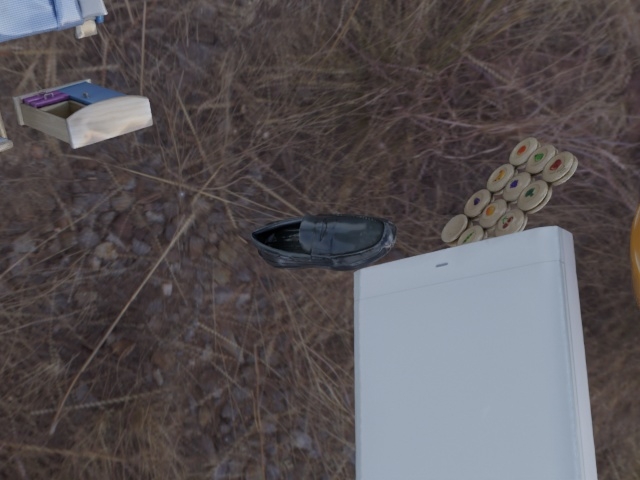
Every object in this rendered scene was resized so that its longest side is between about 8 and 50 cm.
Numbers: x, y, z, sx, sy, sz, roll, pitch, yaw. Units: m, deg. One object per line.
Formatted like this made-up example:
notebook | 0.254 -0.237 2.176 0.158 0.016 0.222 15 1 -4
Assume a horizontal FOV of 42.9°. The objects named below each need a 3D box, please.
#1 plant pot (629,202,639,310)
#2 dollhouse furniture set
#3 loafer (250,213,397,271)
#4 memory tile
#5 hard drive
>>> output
plant pot | 0.322 -0.025 0.570 0.205 0.205 0.188 -39 140 -5
dollhouse furniture set | -0.423 -0.303 1.205 0.286 0.198 0.303 -25 122 -36
loafer | 0.000 0.000 1.127 0.078 0.223 0.076 38 56 -45
memory tile | 0.191 -0.042 0.843 0.012 0.113 0.148 37 97 -22
hard drive | 0.114 0.158 0.646 0.040 0.203 0.307 19 64 -45
